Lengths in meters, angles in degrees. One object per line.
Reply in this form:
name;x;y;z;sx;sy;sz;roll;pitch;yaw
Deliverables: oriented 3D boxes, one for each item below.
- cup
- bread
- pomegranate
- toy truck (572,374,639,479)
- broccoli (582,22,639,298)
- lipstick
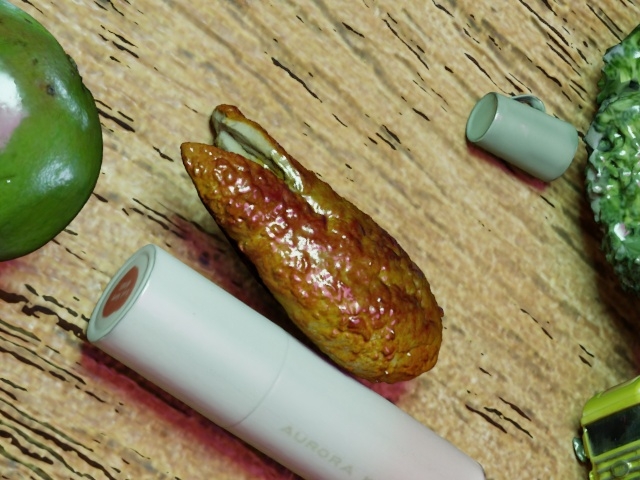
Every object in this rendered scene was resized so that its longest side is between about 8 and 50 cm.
cup;0.175;-0.099;1.345;0.083;0.054;0.075;23;75;-22
bread;0.001;0.006;1.197;0.269;0.095;0.139;53;19;-17
pomegranate;-0.258;-0.058;1.048;0.225;0.187;0.187;-35;103;1
toy truck;0.355;0.160;1.376;0.272;0.124;0.157;-5;71;-32
broccoli;0.391;-0.056;1.337;0.249;0.302;0.375;31;38;-50
lipstick;-0.020;0.125;1.192;0.327;0.087;0.087;35;69;-22
